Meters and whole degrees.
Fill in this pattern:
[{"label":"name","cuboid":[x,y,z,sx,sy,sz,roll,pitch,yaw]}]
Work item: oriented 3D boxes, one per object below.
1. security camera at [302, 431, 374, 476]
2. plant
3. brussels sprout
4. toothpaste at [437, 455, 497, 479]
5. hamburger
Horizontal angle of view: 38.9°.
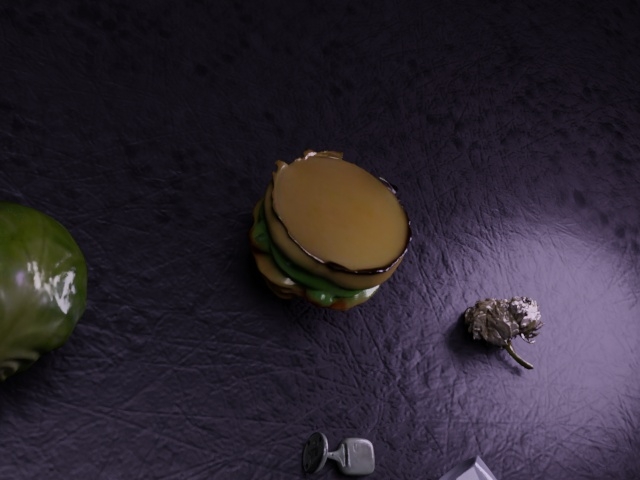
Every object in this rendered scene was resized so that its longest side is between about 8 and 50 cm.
[{"label":"security camera","cuboid":[0.028,0.283,1.180,0.092,0.058,0.058,19,54,-28]},{"label":"plant","cuboid":[0.280,0.140,1.370,0.116,0.104,0.122,-11,97,10]},{"label":"brussels sprout","cuboid":[-0.384,0.064,1.025,0.244,0.244,0.244,11,57,-17]},{"label":"toothpaste","cuboid":[0.282,0.454,1.167,0.125,0.080,0.371,-32,82,-31]},{"label":"hamburger","cuboid":[0.000,0.000,1.273,0.237,0.149,0.237,16,47,-18]}]
